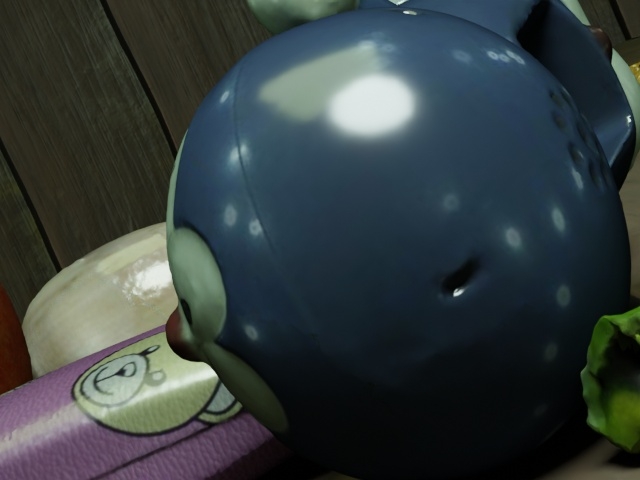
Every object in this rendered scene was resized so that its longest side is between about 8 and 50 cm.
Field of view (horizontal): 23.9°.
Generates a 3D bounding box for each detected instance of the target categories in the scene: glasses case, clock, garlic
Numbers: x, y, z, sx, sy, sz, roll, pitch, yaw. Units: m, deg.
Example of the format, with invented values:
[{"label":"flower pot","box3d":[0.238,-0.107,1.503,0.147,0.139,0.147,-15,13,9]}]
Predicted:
[{"label":"glasses case","box3d":[-0.121,0.101,0.630,0.316,0.075,0.123,-25,5,-2]},{"label":"clock","box3d":[0.036,-0.020,0.535,0.146,0.199,0.243,-26,14,25]},{"label":"garlic","box3d":[-0.081,0.032,0.978,0.267,0.128,0.148,-25,33,0]}]

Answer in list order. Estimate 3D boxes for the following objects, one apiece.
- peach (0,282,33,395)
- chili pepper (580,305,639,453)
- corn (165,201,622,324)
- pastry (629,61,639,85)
[{"label":"peach","box3d":[-0.283,0.080,0.787,0.252,0.252,0.252,-24,5,2]},{"label":"chili pepper","box3d":[0.207,-0.043,0.513,0.359,0.076,0.085,-38,-7,-38]},{"label":"corn","box3d":[0.029,0.010,0.787,0.280,0.092,0.092,-23,5,32]},{"label":"pastry","box3d":[0.248,-0.113,1.253,0.140,0.056,0.080,-21,17,21]}]
